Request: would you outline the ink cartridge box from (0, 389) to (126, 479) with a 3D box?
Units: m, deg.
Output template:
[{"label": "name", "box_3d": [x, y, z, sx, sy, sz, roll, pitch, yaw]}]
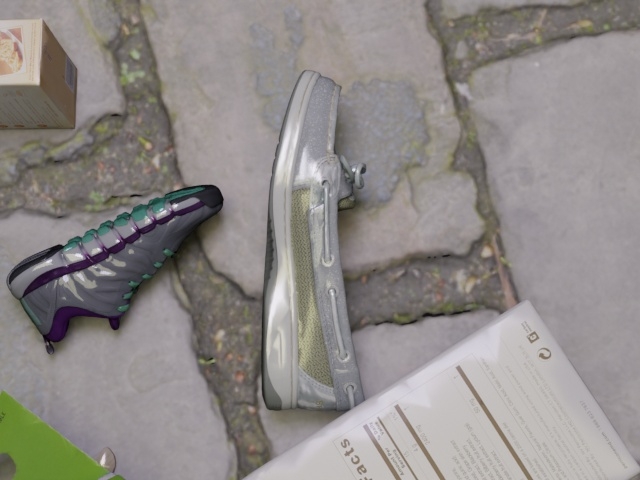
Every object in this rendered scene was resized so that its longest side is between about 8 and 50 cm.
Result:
[{"label": "ink cartridge box", "box_3d": [-0.245, 0.284, 1.167, 0.255, 0.097, 0.189, 34, 106, 13]}]

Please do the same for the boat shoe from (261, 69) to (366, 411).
[{"label": "boat shoe", "box_3d": [0.000, 0.001, 1.260, 0.103, 0.118, 0.321, 4, 83, -2]}]

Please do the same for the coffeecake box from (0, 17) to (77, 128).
[{"label": "coffeecake box", "box_3d": [-0.343, -0.157, 1.289, 0.185, 0.142, 0.068, -1, 79, 3]}]

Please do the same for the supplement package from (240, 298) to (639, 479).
[{"label": "supplement package", "box_3d": [0.101, 0.210, 1.178, 0.293, 0.177, 0.175, -32, 80, -3]}]

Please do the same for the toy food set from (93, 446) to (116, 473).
[{"label": "toy food set", "box_3d": [-0.187, 0.311, 1.229, 0.128, 0.071, 0.218, -37, 79, -4]}]

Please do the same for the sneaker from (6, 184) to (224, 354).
[{"label": "sneaker", "box_3d": [-0.184, 0.025, 1.293, 0.223, 0.083, 0.098, -25, 100, 3]}]
